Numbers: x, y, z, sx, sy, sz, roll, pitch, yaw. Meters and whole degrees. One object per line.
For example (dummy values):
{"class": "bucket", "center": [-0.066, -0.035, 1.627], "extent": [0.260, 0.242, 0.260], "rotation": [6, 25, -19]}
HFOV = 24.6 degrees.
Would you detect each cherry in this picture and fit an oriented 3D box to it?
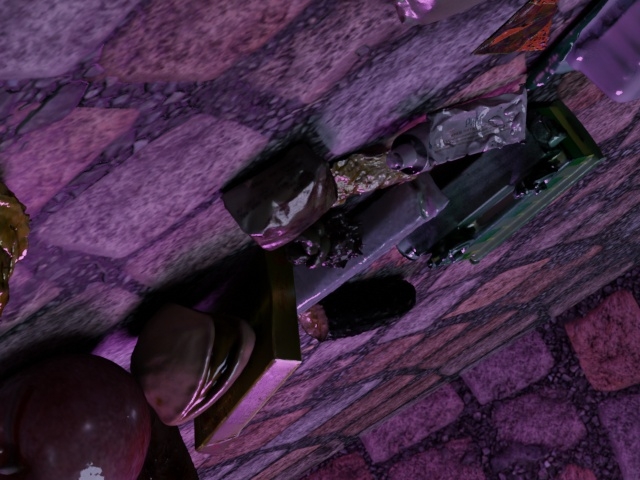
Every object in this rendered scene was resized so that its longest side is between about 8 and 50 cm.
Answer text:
{"class": "cherry", "center": [-0.321, 0.255, 1.804], "extent": [0.236, 0.213, 0.285], "rotation": [-28, 176, 21]}

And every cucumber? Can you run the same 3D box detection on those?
{"class": "cucumber", "center": [0.075, 0.109, 2.364], "extent": [0.303, 0.081, 0.072], "rotation": [-10, 124, -53]}

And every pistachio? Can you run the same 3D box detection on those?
{"class": "pistachio", "center": [-0.167, 0.151, 1.885], "extent": [0.137, 0.153, 0.238], "rotation": [4, 151, -26]}

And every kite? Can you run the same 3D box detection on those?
{"class": "kite", "center": [0.226, -0.242, 1.702], "extent": [0.125, 0.008, 0.222], "rotation": [-27, 164, -8]}

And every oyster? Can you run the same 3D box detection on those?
{"class": "oyster", "center": [0.035, -0.073, 1.812], "extent": [0.121, 0.045, 0.146], "rotation": [-24, 170, 30]}

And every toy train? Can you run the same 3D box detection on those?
{"class": "toy train", "center": [0.239, -0.074, 2.037], "extent": [0.301, 0.120, 0.202], "rotation": [-42, 165, 31]}

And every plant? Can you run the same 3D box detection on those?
{"class": "plant", "center": [0.000, 0.000, 1.894], "extent": [0.174, 0.087, 0.085], "rotation": [-9, 123, -65]}

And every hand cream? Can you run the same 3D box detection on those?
{"class": "hand cream", "center": [0.169, -0.128, 1.817], "extent": [0.257, 0.050, 0.084], "rotation": [-24, 122, -40]}

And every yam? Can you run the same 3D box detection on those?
{"class": "yam", "center": [-0.241, 0.361, 2.192], "extent": [0.131, 0.280, 0.131], "rotation": [-23, 171, -4]}

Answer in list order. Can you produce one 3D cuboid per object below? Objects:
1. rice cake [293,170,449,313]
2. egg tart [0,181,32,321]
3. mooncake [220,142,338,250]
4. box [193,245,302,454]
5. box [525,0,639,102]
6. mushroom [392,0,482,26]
{"class": "rice cake", "center": [0.032, 0.019, 2.009], "extent": [0.336, 0.066, 0.063], "rotation": [-36, 173, 25]}
{"class": "egg tart", "center": [-0.354, 0.040, 1.288], "extent": [0.241, 0.106, 0.241], "rotation": [-29, 160, -12]}
{"class": "mooncake", "center": [-0.036, -0.046, 1.680], "extent": [0.125, 0.073, 0.130], "rotation": [-35, 166, 4]}
{"class": "box", "center": [-0.105, 0.151, 1.977], "extent": [0.043, 0.173, 0.311], "rotation": [8, 147, -22]}
{"class": "box", "center": [0.454, -0.268, 1.871], "extent": [0.336, 0.106, 0.264], "rotation": [-16, 158, -43]}
{"class": "mushroom", "center": [0.094, -0.280, 1.093], "extent": [0.154, 0.137, 0.407], "rotation": [-21, 163, 6]}
